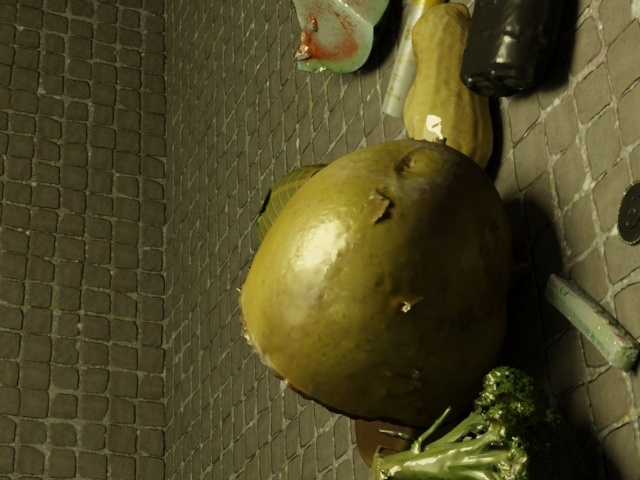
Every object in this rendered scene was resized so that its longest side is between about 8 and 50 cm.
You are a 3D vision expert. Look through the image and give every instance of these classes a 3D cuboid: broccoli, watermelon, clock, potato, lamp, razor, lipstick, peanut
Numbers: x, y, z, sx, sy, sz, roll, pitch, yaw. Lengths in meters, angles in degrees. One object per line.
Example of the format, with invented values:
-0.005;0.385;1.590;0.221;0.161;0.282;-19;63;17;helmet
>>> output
0.206;0.309;1.600;0.304;0.283;0.321;-90;3;-62;broccoli
0.028;-0.452;2.436;0.320;0.213;0.289;-60;29;19;watermelon
0.400;-0.035;1.592;0.074;0.010;0.083;-125;48;-61;clock
0.122;0.033;1.760;0.319;0.385;0.442;-59;-5;30;potato
0.000;0.000;2.316;0.250;0.250;0.284;-106;24;-48;lamp
0.295;-0.381;1.861;0.189;0.107;0.327;178;101;-69;razor
0.171;-0.348;2.241;0.059;0.059;0.264;-126;48;-61;lipstick
0.200;-0.237;2.012;0.147;0.147;0.319;137;134;-59;peanut

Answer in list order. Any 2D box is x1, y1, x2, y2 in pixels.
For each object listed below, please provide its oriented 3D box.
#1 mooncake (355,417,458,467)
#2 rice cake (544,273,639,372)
0.144;0.258;1.996;0.235;0.117;0.235;-172;90;-67;mooncake
0.352;0.104;1.630;0.211;0.034;0.043;-126;45;-61;rice cake
